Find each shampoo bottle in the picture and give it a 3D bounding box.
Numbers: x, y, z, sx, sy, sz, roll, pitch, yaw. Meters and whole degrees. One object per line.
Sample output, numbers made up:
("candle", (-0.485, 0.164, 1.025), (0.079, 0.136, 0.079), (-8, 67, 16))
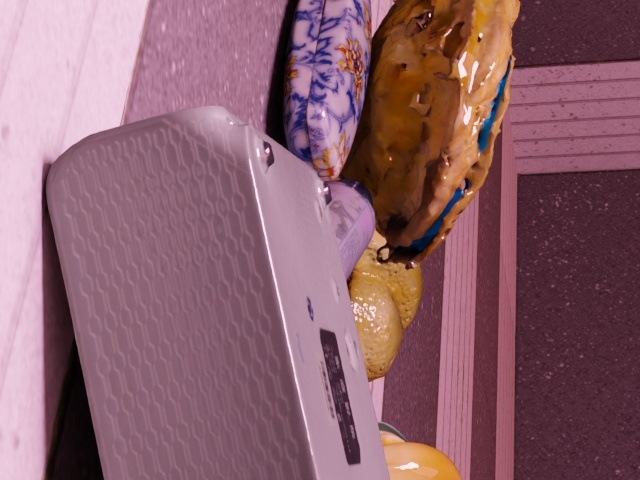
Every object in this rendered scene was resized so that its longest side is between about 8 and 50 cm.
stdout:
("shampoo bottle", (0.000, 0.000, 1.128), (0.214, 0.072, 0.072), (-54, 141, -69))

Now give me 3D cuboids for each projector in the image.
("projector", (-0.035, 0.073, 0.752), (0.198, 0.108, 0.250), (30, 46, -77))

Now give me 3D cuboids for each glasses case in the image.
("glasses case", (0.007, -0.150, 1.199), (0.248, 0.065, 0.087), (-79, 167, -47))

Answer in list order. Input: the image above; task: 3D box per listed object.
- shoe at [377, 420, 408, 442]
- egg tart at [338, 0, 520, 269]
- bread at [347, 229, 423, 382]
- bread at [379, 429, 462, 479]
("shoe", (0.063, 0.274, 1.294), (0.363, 0.132, 0.160), (76, -1, -62))
("egg tart", (0.076, -0.115, 1.267), (0.291, 0.107, 0.291), (-163, -90, -80))
("bread", (0.059, 0.050, 1.432), (0.149, 0.065, 0.187), (-67, 155, -54))
("bread", (0.049, 0.276, 0.981), (0.173, 0.121, 0.311), (71, 21, -59))
